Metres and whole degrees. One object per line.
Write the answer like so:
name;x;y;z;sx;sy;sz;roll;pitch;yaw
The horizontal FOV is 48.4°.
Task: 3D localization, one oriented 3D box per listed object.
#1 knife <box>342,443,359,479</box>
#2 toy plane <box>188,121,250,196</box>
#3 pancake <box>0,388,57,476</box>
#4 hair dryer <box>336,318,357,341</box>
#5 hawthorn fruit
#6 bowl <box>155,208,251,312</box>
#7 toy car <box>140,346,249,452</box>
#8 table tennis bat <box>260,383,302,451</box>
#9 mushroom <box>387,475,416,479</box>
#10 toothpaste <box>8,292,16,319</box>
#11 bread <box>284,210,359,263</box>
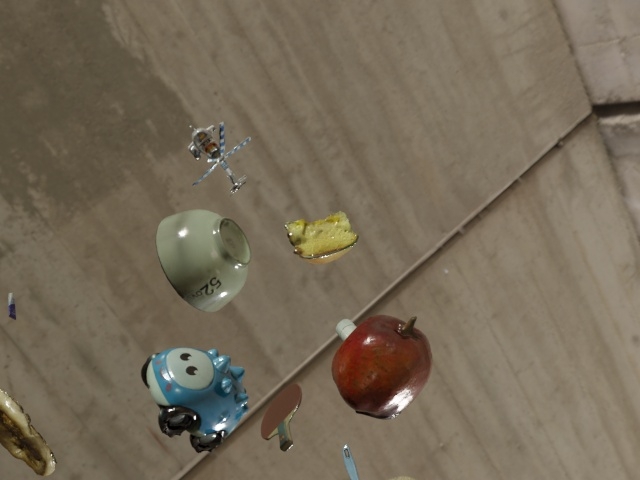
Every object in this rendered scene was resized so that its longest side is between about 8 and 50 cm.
knife;0.118;0.825;2.336;0.019;0.044;0.313;84;-11;-63
toy plane;-0.256;-0.220;1.821;0.107;0.182;0.273;46;14;18
pancake;-0.827;0.529;1.952;0.282;0.049;0.283;23;-48;29
hair dryer;0.068;0.268;1.715;0.082;0.047;0.137;-134;-134;-59
hawthorn fruit;0.143;0.264;1.543;0.215;0.215;0.250;44;-62;18
bowl;-0.350;0.040;2.329;0.354;0.185;0.354;49;26;-33
toy car;-0.258;0.325;1.554;0.255;0.190;0.188;49;4;-46
table tennis bat;-0.095;0.449;1.787;0.021;0.154;0.274;40;5;-13
mushroom;0.249;0.807;2.215;0.154;0.154;0.123;76;-5;-48
toothpaste;-0.794;0.170;1.833;0.024;0.015;0.083;47;15;-47
bread;-0.007;0.005;2.527;0.174;0.251;0.133;64;-25;23
